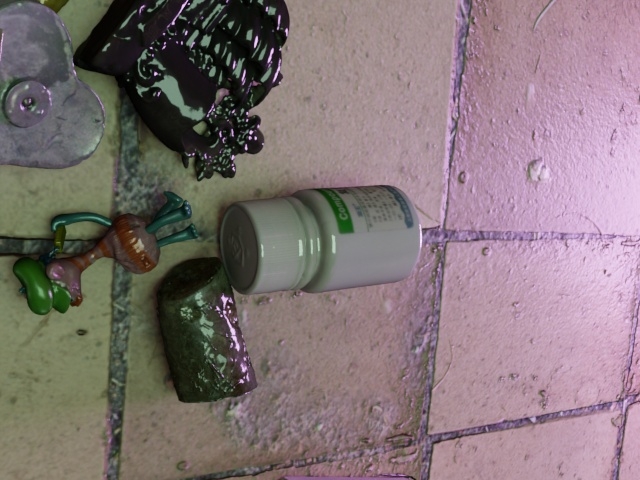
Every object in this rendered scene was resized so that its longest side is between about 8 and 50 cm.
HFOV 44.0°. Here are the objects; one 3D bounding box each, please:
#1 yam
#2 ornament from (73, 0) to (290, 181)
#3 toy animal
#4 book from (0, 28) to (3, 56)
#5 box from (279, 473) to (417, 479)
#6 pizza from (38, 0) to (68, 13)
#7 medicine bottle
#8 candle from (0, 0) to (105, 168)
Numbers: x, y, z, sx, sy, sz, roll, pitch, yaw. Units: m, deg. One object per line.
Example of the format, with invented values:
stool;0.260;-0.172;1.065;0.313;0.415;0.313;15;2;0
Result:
yam;-0.143;0.119;0.973;0.107;0.107;0.183;-19;106;-28
ornament;-0.125;-0.211;0.927;0.260;0.106;0.251;37;81;-37
toy animal;-0.244;0.003;0.896;0.208;0.100;0.103;-27;91;-16
book;-0.393;-0.061;0.670;0.215;0.025;0.282;6;105;-34
box;0.084;0.413;1.107;0.252;0.203;0.106;13;94;-34
pizza;-0.313;-0.354;0.794;0.197;0.058;0.292;12;93;-33
medicine bottle;0.000;0.000;1.017;0.237;0.139;0.139;-6;102;-30
candle;-0.315;-0.146;0.798;0.168;0.068;0.192;-40;137;-21
